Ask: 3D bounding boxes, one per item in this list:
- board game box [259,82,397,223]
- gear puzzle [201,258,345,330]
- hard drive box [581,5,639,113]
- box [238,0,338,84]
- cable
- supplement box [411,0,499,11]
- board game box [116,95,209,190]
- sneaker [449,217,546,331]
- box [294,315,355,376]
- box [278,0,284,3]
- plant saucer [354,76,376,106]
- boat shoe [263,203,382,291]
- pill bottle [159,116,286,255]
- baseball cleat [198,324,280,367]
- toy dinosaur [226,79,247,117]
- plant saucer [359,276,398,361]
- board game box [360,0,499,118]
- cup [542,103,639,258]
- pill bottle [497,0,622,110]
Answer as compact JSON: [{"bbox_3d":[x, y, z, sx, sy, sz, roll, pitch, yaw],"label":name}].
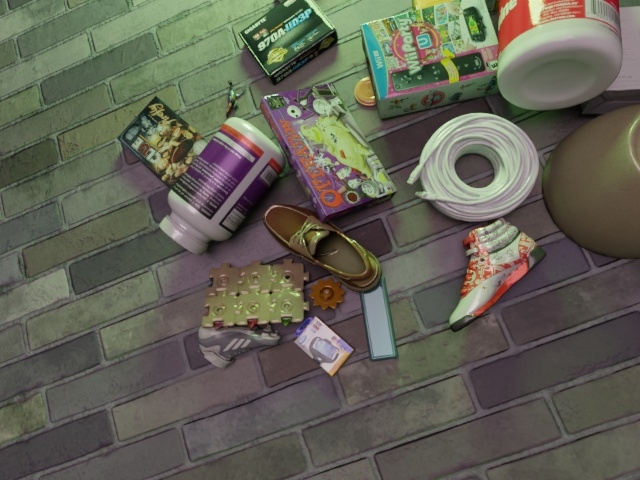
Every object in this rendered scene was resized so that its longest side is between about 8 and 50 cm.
[{"bbox_3d":[0.017,-0.225,1.096,0.208,0.056,0.347,-22,74,-21],"label":"board game box"},{"bbox_3d":[-0.109,0.130,1.086,0.339,0.044,0.175,-4,55,3],"label":"gear puzzle"},{"bbox_3d":[0.693,-0.410,1.019,0.181,0.089,0.232,2,70,11],"label":"hard drive box"},{"bbox_3d":[-0.088,-0.558,1.230,0.220,0.051,0.175,-33,74,3],"label":"box"},{"bbox_3d":[0.361,-0.165,1.047,0.257,0.089,0.257,27,83,14],"label":"cable"},{"bbox_3d":[0.355,-0.621,1.150,0.233,0.080,0.078,-9,76,7],"label":"supplement box"},{"bbox_3d":[-0.421,-0.262,1.233,0.243,0.042,0.165,41,88,16],"label":"board game box"},{"bbox_3d":[0.350,0.069,0.999,0.270,0.090,0.145,-41,73,-4],"label":"sneaker"},{"bbox_3d":[0.004,0.242,1.057,0.136,0.028,0.081,39,87,14],"label":"box"},{"bbox_3d":[0.002,-0.783,1.255,0.324,0.063,0.067,-41,76,0],"label":"box"},{"bbox_3d":[0.130,-0.391,1.174,0.083,0.013,0.083,-2,77,10],"label":"plant saucer"},{"bbox_3d":[0.000,0.000,1.055,0.324,0.120,0.122,30,84,20],"label":"boat shoe"},{"bbox_3d":[-0.243,-0.127,1.100,0.181,0.181,0.323,37,87,15],"label":"pill bottle"},{"bbox_3d":[-0.195,0.253,1.079,0.206,0.072,0.109,4,93,16],"label":"baseball cleat"},{"bbox_3d":[-0.248,-0.399,1.234,0.090,0.047,0.082,-37,56,12],"label":"toy dinosaur"},{"bbox_3d":[0.133,0.182,1.051,0.067,0.018,0.192,-10,76,8],"label":"plant saucer"},{"bbox_3d":[0.271,-0.451,1.113,0.303,0.097,0.224,-12,75,5],"label":"board game box"},{"bbox_3d":[0.659,-0.143,0.910,0.331,0.237,0.331,-2,78,10],"label":"cup"},{"bbox_3d":[0.505,-0.512,0.969,0.229,0.229,0.407,5,72,11],"label":"pill bottle"}]
